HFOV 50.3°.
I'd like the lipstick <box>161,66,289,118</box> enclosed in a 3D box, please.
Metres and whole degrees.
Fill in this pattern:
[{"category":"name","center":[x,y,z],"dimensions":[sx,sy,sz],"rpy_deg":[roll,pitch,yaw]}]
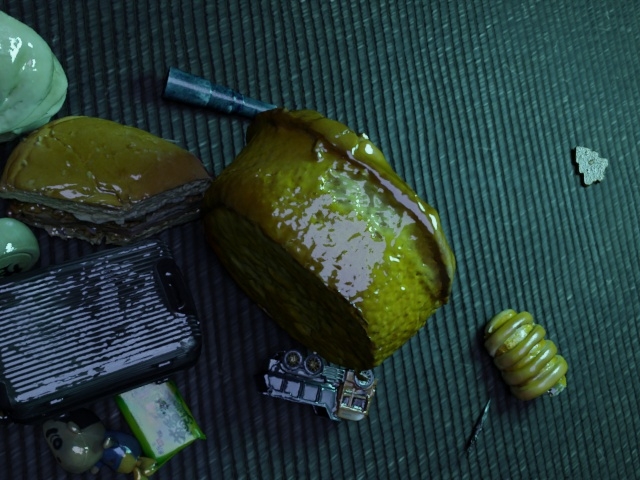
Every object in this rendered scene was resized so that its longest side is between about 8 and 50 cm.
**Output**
[{"category":"lipstick","center":[-0.148,-0.232,1.158],"dimensions":[0.234,0.053,0.054],"rpy_deg":[15,75,-19]}]

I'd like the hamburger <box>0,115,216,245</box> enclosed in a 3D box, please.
[{"category":"hamburger","center":[-0.317,-0.086,1.018],"dimensions":[0.282,0.155,0.245],"rpy_deg":[-39,87,-28]}]

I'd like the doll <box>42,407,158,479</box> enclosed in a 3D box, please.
[{"category":"doll","center":[-0.322,0.299,0.974],"dimensions":[0.179,0.102,0.089],"rpy_deg":[31,37,0]}]

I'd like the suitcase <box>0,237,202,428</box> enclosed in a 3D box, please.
[{"category":"suitcase","center":[-0.333,0.127,0.963],"dimensions":[0.312,0.128,0.202],"rpy_deg":[-18,70,-21]}]

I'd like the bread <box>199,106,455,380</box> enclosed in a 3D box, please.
[{"category":"bread","center":[0.000,0.000,0.997],"dimensions":[0.398,0.398,0.215],"rpy_deg":[46,68,-7]}]

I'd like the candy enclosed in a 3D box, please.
[{"category":"candy","center":[-0.255,0.251,1.034],"dimensions":[0.102,0.032,0.178],"rpy_deg":[-29,90,-22]}]

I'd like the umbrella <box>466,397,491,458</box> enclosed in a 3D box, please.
[{"category":"umbrella","center":[0.283,0.337,1.225],"dimensions":[0.013,0.022,0.122],"rpy_deg":[25,59,13]}]

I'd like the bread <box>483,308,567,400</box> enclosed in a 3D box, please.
[{"category":"bread","center":[0.375,0.210,1.248],"dimensions":[0.119,0.084,0.177],"rpy_deg":[-33,88,-23]}]

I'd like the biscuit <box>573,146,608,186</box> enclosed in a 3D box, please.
[{"category":"biscuit","center":[0.556,-0.158,1.419],"dimensions":[0.092,0.016,0.082],"rpy_deg":[45,73,-6]}]

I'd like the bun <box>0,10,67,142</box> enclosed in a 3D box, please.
[{"category":"bun","center":[-0.474,-0.208,0.932],"dimensions":[0.259,0.259,0.160],"rpy_deg":[-18,80,-22]}]

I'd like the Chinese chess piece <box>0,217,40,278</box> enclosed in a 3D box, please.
[{"category":"Chinese chess piece","center":[-0.461,0.030,0.941],"dimensions":[0.144,0.144,0.058],"rpy_deg":[-33,83,-22]}]

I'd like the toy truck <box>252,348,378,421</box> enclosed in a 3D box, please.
[{"category":"toy truck","center":[-0.009,0.235,1.102],"dimensions":[0.192,0.083,0.092],"rpy_deg":[17,74,-15]}]
